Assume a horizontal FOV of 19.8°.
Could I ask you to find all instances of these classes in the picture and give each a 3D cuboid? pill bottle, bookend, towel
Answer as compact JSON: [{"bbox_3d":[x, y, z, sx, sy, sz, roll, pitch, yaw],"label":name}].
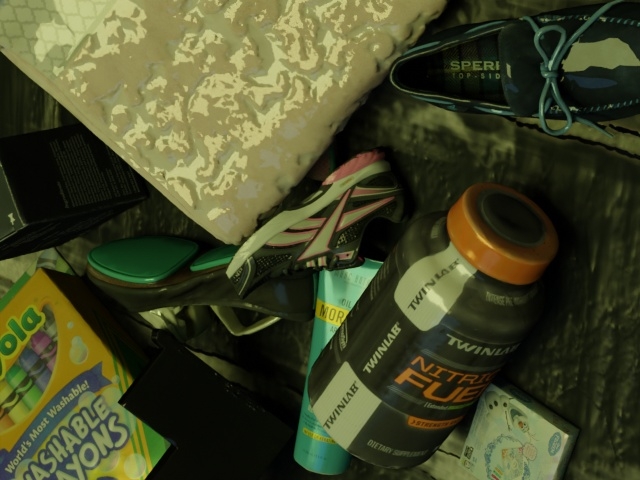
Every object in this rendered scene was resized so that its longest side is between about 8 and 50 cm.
[{"bbox_3d":[0.096,0.065,1.491,0.130,0.130,0.245,50,130,21],"label":"pill bottle"},{"bbox_3d":[-0.135,0.189,1.684,0.156,0.157,0.072,37,172,-7],"label":"bookend"},{"bbox_3d":[-0.090,-0.204,1.504,0.317,0.053,0.332,39,114,-5],"label":"towel"}]

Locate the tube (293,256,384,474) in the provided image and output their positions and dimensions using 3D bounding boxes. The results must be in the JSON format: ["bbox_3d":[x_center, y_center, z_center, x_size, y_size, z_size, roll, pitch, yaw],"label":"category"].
[{"bbox_3d":[0.020,0.107,1.635,0.080,0.052,0.207,16,111,13],"label":"tube"}]

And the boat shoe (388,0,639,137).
[{"bbox_3d":[0.165,-0.122,1.400,0.258,0.089,0.109,-8,97,44],"label":"boat shoe"}]

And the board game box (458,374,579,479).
[{"bbox_3d":[0.165,0.173,1.534,0.090,0.020,0.090,35,123,32],"label":"board game box"}]

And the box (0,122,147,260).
[{"bbox_3d":[-0.285,-0.044,1.798,0.156,0.158,0.093,-26,84,44],"label":"box"}]

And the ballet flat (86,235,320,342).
[{"bbox_3d":[-0.112,0.047,1.713,0.280,0.095,0.096,-2,113,43],"label":"ballet flat"}]

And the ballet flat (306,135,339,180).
[{"bbox_3d":[-0.072,-0.090,1.653,0.221,0.077,0.079,14,128,39],"label":"ballet flat"}]

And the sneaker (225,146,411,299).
[{"bbox_3d":[0.000,0.000,1.567,0.178,0.072,0.077,-38,84,11],"label":"sneaker"}]

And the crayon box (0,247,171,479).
[{"bbox_3d":[-0.263,0.176,1.838,0.203,0.083,0.323,-48,66,10],"label":"crayon box"}]
